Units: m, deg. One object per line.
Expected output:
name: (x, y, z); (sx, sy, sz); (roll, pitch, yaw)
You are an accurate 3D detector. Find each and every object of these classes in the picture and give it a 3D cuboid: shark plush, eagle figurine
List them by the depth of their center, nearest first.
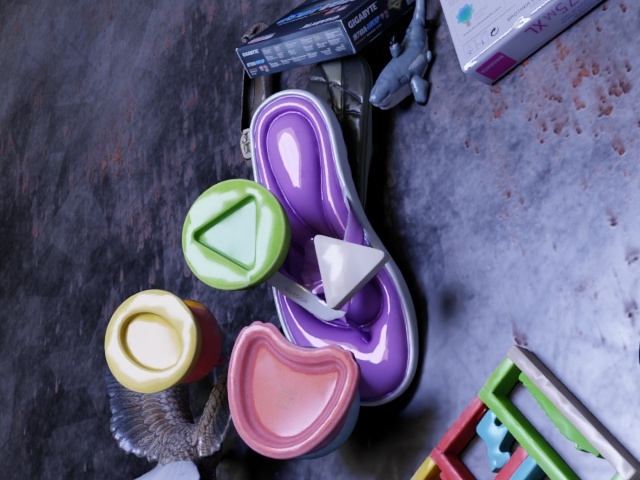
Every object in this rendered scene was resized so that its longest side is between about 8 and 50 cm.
shark plush: (0.115, -0.244, 1.246); (0.073, 0.067, 0.161); (34, 100, 50)
eagle figurine: (-0.161, 0.240, 1.264); (0.225, 0.226, 0.298); (-40, 50, 56)

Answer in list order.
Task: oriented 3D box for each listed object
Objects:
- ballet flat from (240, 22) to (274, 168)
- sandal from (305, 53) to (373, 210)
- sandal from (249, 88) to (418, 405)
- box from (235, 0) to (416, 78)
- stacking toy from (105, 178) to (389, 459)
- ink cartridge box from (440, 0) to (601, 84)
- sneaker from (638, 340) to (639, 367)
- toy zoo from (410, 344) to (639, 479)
ballet flat: (-0.101, -0.230, 1.493); (0.084, 0.058, 0.250); (-16, 63, 45)
sandal: (0.025, -0.100, 1.275); (0.120, 0.086, 0.303); (8, 81, 27)
sandal: (-0.013, 0.007, 1.169); (0.169, 0.102, 0.416); (-27, 73, 21)
box: (0.014, -0.301, 1.325); (0.220, 0.051, 0.175); (-2, 33, 48)
stacking toy: (-0.064, 0.095, 1.132); (0.309, 0.130, 0.280); (26, 87, 22)
ink cartridge box: (0.223, -0.366, 1.182); (0.186, 0.065, 0.311); (-36, 52, 34)
sneaker: (0.308, 0.145, 0.840); (0.084, 0.097, 0.235); (-18, 61, 44)
toy zoo: (0.176, 0.279, 0.985); (0.293, 0.030, 0.192); (-56, 42, 16)
